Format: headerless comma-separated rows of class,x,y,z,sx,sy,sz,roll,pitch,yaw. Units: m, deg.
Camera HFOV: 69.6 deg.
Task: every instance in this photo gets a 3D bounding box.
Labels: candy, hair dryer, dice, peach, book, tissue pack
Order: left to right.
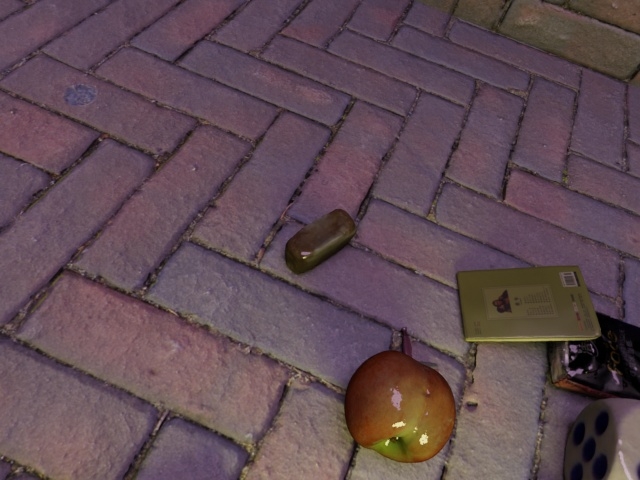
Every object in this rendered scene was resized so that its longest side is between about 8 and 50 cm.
candy,0.000,0.000,1.366,0.234,0.104,0.102,-29,68,-27
peach,0.181,0.380,1.075,0.253,0.252,0.252,5,56,-8
hair dryer,0.249,0.304,1.252,0.106,0.054,0.154,-1,52,-17
book,0.591,0.179,1.338,0.353,0.035,0.239,-4,53,13
tissue pack,0.821,0.338,1.300,0.333,0.123,0.244,18,52,1
dice,0.747,0.544,1.078,0.259,0.243,0.251,22,55,7
